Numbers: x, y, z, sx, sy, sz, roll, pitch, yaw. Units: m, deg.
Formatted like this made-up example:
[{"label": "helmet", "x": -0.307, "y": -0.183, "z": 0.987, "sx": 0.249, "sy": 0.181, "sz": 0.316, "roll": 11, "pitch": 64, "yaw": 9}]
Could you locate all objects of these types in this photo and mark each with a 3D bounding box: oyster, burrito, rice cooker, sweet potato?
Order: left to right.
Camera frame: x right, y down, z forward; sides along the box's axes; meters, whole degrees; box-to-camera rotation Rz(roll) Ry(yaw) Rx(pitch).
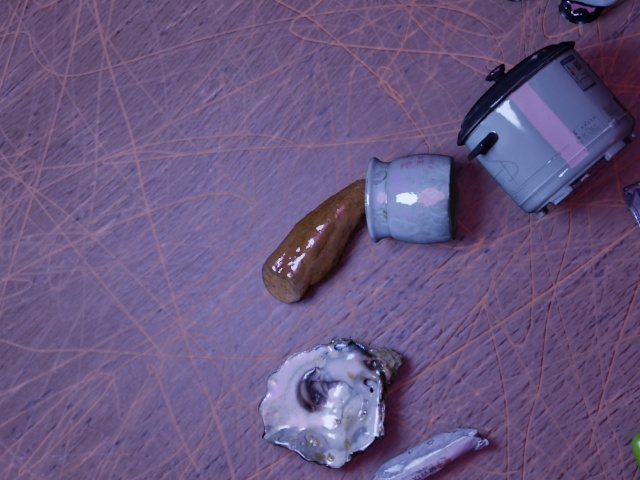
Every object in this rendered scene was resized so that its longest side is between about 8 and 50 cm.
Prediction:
[{"label": "sweet potato", "x": 0.000, "y": 0.000, "z": 1.963, "sx": 0.097, "sy": 0.097, "sz": 0.252, "roll": 43, "pitch": 94, "yaw": 11}, {"label": "oyster", "x": 0.013, "y": 0.262, "z": 1.943, "sx": 0.222, "sy": 0.083, "sz": 0.214, "roll": 13, "pitch": 84, "yaw": 16}, {"label": "burrito", "x": 0.174, "y": 0.356, "z": 1.916, "sx": 0.203, "sy": 0.064, "sz": 0.064, "roll": -30, "pitch": 81, "yaw": 7}, {"label": "rice cooker", "x": 0.345, "y": -0.182, "z": 1.848, "sx": 0.280, "sy": 0.241, "sz": 0.227, "roll": -37, "pitch": 83, "yaw": -29}]

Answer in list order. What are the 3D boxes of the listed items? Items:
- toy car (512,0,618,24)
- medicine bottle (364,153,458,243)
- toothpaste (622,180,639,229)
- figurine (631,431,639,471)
[{"label": "toy car", "x": 0.390, "y": -0.478, "z": 1.893, "sx": 0.255, "sy": 0.188, "sz": 0.190, "roll": 20, "pitch": 80, "yaw": 14}, {"label": "medicine bottle", "x": 0.147, "y": -0.067, "z": 1.916, "sx": 0.143, "sy": 0.147, "sz": 0.147, "roll": 0, "pitch": 85, "yaw": 12}, {"label": "toothpaste", "x": 0.586, "y": 0.021, "z": 1.880, "sx": 0.099, "sy": 0.068, "sz": 0.282, "roll": -13, "pitch": 71, "yaw": -22}, {"label": "figurine", "x": 0.592, "y": 0.382, "z": 1.807, "sx": 0.162, "sy": 0.143, "sz": 0.263, "roll": -34, "pitch": 91, "yaw": 11}]
